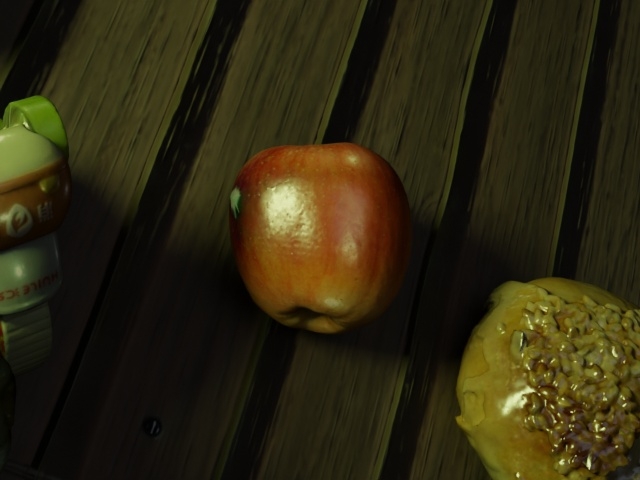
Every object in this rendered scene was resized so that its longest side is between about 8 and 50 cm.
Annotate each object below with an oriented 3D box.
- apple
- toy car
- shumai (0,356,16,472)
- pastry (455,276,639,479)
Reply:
[{"bbox_3d":[0.000,0.000,1.134,0.199,0.199,0.199,11,67,-28],"label":"apple"},{"bbox_3d":[-0.278,0.010,0.941,0.145,0.235,0.235,-23,86,-34],"label":"toy car"},{"bbox_3d":[-0.393,0.100,0.806,0.263,0.309,0.304,43,29,28],"label":"shumai"},{"bbox_3d":[0.301,0.177,1.240,0.316,0.184,0.284,46,55,-9],"label":"pastry"}]
